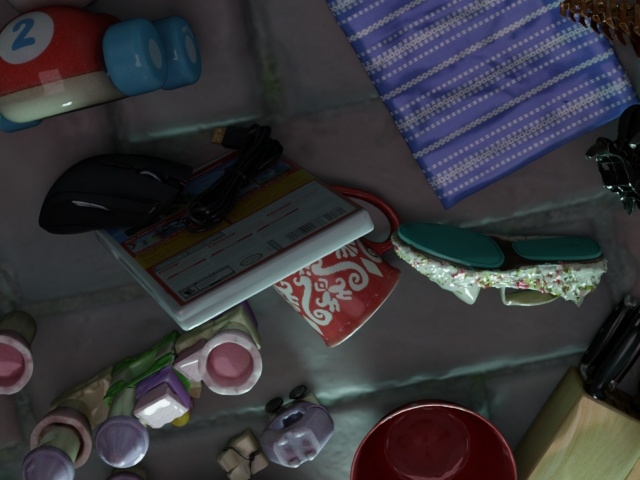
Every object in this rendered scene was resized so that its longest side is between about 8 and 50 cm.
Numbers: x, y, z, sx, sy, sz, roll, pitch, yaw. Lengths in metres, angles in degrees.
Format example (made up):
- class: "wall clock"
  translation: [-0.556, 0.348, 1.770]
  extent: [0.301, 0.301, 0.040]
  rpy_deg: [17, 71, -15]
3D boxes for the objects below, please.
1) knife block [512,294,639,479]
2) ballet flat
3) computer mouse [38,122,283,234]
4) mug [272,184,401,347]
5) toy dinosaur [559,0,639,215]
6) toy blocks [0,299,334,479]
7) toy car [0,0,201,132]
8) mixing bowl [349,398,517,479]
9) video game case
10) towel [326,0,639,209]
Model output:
- class: "knife block"
  translation: [0.284, 0.198, 1.895]
  extent: [0.276, 0.088, 0.242]
  rpy_deg: [-15, 106, 4]
- class: "ballet flat"
  translation: [0.188, 0.034, 1.834]
  extent: [0.241, 0.091, 0.077]
  rpy_deg: [5, 119, -10]
- class: "computer mouse"
  translation: [-0.169, -0.078, 1.779]
  extent: [0.262, 0.184, 0.060]
  rpy_deg: [0, 124, 38]
- class: "mug"
  translation: [-0.006, 0.005, 1.838]
  extent: [0.169, 0.150, 0.113]
  rpy_deg: [43, 138, -8]
- class: "toy dinosaur"
  translation: [0.374, -0.145, 1.766]
  extent: [0.322, 0.164, 0.218]
  rpy_deg: [25, 71, 1]
- class: "toy blocks"
  translation: [-0.173, 0.181, 1.792]
  extent: [0.288, 0.260, 0.309]
  rpy_deg: [-29, 105, 7]
- class: "toy car"
  translation: [-0.267, -0.241, 1.704]
  extent: [0.219, 0.210, 0.238]
  rpy_deg: [-14, 95, 15]
- class: "mixing bowl"
  translation: [0.122, 0.245, 1.901]
  extent: [0.181, 0.098, 0.181]
  rpy_deg: [0, 108, 0]
- class: "video game case"
  translation: [-0.094, -0.014, 1.694]
  extent: [0.204, 0.285, 0.025]
  rpy_deg: [-28, 116, -13]
- class: "towel"
  translation: [0.156, -0.226, 1.787]
  extent: [0.243, 0.040, 0.336]
  rpy_deg: [-28, 106, 8]
